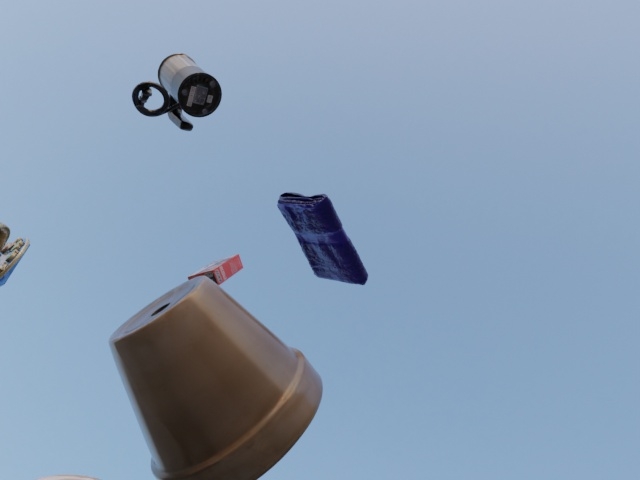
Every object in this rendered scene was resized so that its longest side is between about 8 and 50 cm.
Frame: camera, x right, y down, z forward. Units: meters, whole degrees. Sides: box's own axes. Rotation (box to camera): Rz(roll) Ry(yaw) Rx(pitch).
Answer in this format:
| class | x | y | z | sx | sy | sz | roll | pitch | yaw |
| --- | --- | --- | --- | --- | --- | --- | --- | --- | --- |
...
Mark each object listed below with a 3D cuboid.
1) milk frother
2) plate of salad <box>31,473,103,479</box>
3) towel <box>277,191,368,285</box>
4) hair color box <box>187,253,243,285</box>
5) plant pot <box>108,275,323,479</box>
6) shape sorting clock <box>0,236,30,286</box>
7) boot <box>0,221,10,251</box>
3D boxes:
| class | x | y | z | sx | sy | sz | roll | pitch | yaw |
| --- | --- | --- | --- | --- | --- | --- | --- | --- | --- |
| milk frother | -0.284 | -0.290 | 0.918 | 0.129 | 0.143 | 0.135 | -55 | -134 | 10 |
| plate of salad | -0.282 | 0.349 | 0.549 | 0.200 | 0.200 | 0.048 | 29 | -81 | 11 |
| towel | 0.000 | 0.000 | 1.438 | 0.076 | 0.228 | 0.308 | -42 | -62 | -24 |
| hair color box | -0.314 | 0.096 | 1.475 | 0.093 | 0.167 | 0.053 | -15 | -79 | 20 |
| plant pot | -0.200 | 0.225 | 0.846 | 0.323 | 0.323 | 0.280 | -27 | -78 | 15 |
| shape sorting clock | -0.733 | 0.067 | 1.077 | 0.206 | 0.206 | 0.040 | -27 | -53 | 15 |
| boot | -0.442 | 0.036 | 0.426 | 0.203 | 0.095 | 0.262 | 35 | -112 | -4 |
